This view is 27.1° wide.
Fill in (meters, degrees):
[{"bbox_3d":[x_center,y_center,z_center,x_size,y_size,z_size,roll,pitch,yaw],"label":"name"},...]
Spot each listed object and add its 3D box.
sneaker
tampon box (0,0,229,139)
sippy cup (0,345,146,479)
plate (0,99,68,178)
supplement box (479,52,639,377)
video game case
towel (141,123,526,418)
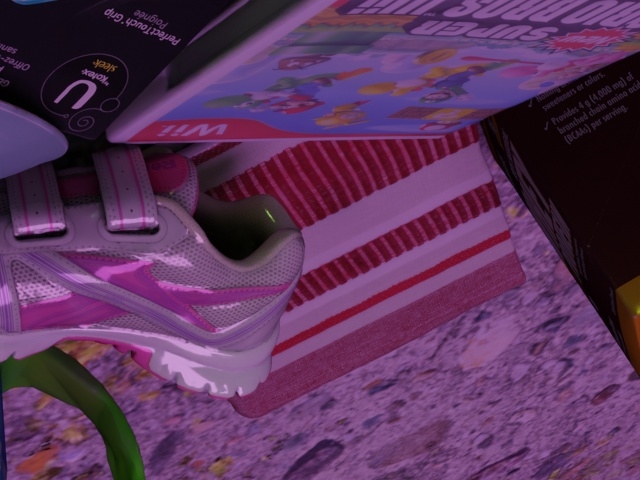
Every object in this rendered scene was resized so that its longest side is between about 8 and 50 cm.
[{"bbox_3d":[-0.115,-0.005,0.662,0.252,0.103,0.111,13,121,-34],"label":"sneaker"},{"bbox_3d":[-0.094,-0.136,0.488,0.161,0.101,0.120,-42,147,23],"label":"tampon box"},{"bbox_3d":[-0.257,0.168,0.699,0.305,0.224,0.240,-32,151,6],"label":"sippy cup"},{"bbox_3d":[-0.194,-0.041,0.516,0.188,0.024,0.188,6,172,1],"label":"plate"},{"bbox_3d":[0.219,-0.054,0.785,0.191,0.194,0.129,-30,151,3],"label":"supplement box"},{"bbox_3d":[0.052,-0.089,0.570,0.204,0.025,0.285,-4,172,-31],"label":"video game case"},{"bbox_3d":[0.000,0.000,0.850,0.237,0.037,0.329,-27,149,2],"label":"towel"}]
